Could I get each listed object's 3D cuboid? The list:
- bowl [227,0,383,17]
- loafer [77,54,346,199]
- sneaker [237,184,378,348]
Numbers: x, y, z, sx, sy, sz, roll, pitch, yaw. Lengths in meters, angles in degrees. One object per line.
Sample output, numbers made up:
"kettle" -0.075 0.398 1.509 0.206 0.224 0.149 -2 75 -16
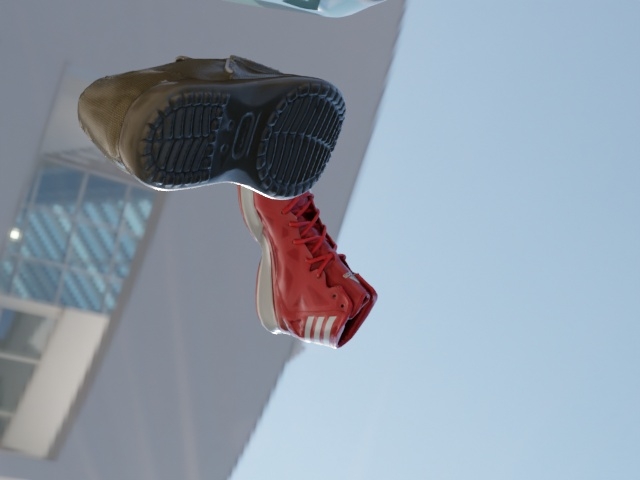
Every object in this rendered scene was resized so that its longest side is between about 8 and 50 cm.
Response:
"bowl" 0.014 -0.298 0.983 0.163 0.311 0.311 32 -74 18
"loafer" -0.039 -0.050 0.513 0.050 0.148 0.056 29 -77 26
"sneaker" 0.000 0.000 1.195 0.128 0.087 0.221 17 -52 37
